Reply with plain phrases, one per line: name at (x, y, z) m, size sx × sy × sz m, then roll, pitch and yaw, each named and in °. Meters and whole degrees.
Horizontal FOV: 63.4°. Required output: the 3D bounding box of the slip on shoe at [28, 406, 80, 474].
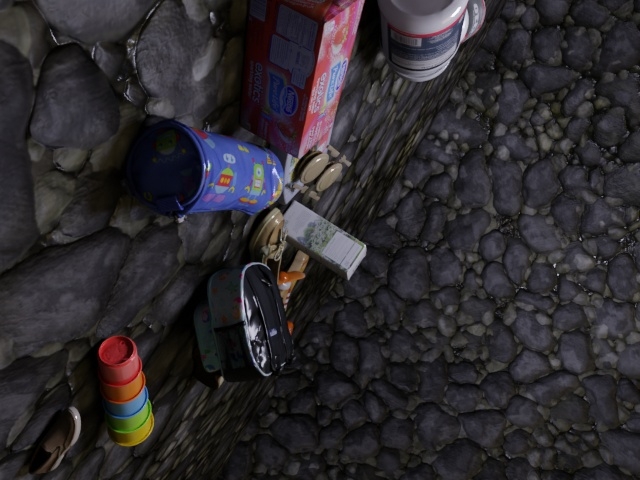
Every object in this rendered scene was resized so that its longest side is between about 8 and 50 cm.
slip on shoe at (-0.460, 0.347, 0.894) m, size 0.135 × 0.051 × 0.041 m, roll -55°, pitch 157°, yaw 14°

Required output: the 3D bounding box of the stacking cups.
stacking cups at (-0.380, 0.292, 0.986) m, size 0.096 × 0.096 × 0.316 m, roll -49°, pitch 162°, yaw -38°

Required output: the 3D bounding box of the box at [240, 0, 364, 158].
box at (-0.037, -0.276, 0.823) m, size 0.122 × 0.128 × 0.256 m, roll -49°, pitch 165°, yaw -36°

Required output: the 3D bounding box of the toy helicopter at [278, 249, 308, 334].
toy helicopter at (-0.118, 0.147, 1.663) m, size 0.235 × 0.140 × 0.355 m, roll 95°, pitch 17°, yaw -46°

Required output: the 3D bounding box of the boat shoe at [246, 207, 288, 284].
boat shoe at (-0.128, 0.034, 1.330) m, size 0.104 × 0.089 × 0.285 m, roll -47°, pitch 164°, yaw -40°

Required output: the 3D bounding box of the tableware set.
tableware set at (-0.005, -0.166, 1.208) m, size 0.128 × 0.039 × 0.194 m, roll -47°, pitch 164°, yaw 9°

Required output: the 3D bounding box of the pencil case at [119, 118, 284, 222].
pencil case at (-0.159, -0.098, 0.790) m, size 0.306 × 0.120 × 0.133 m, roll -14°, pitch 106°, yaw -73°

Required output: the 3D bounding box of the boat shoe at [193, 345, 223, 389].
boat shoe at (-0.276, 0.314, 1.417) m, size 0.098 × 0.109 × 0.302 m, roll -56°, pitch 175°, yaw -36°

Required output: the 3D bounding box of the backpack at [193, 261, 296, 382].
backpack at (-0.177, 0.182, 1.209) m, size 0.225 × 0.191 × 0.253 m, roll -9°, pitch 91°, yaw -73°

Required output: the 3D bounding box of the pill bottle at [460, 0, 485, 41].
pill bottle at (0.343, -0.610, 1.430) m, size 0.283 × 0.161 × 0.161 m, roll -45°, pitch 162°, yaw -48°

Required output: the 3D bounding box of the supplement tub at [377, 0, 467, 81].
supplement tub at (0.227, -0.498, 1.174) m, size 0.191 × 0.191 × 0.272 m, roll -57°, pitch 168°, yaw -3°

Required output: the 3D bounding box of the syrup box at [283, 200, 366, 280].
syrup box at (0.000, 0.000, 1.402) m, size 0.093 × 0.237 × 0.096 m, roll -55°, pitch 167°, yaw -11°

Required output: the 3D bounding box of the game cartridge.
game cartridge at (-0.043, -0.214, 1.148) m, size 0.196 × 0.060 × 0.294 m, roll -46°, pitch 164°, yaw -30°
